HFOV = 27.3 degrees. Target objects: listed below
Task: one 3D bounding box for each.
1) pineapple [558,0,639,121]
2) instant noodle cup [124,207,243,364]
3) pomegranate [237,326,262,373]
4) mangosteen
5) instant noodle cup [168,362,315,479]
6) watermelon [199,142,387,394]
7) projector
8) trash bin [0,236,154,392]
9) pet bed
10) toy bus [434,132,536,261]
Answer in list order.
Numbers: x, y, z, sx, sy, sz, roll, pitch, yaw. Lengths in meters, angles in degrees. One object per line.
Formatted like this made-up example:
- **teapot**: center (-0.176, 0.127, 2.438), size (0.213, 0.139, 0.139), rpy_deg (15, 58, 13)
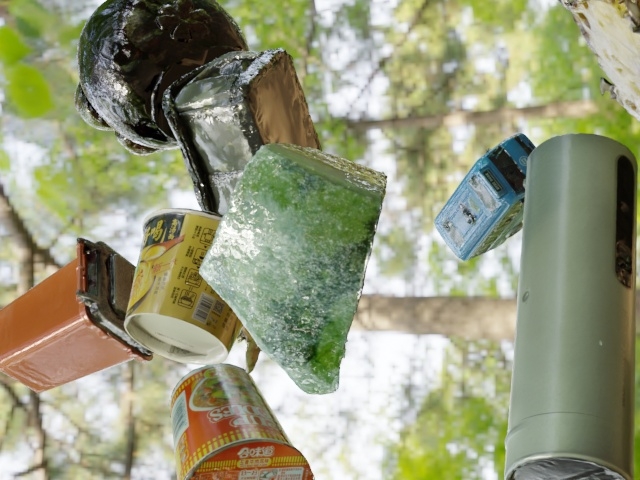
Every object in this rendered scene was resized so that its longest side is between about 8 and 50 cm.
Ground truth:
- **pineapple**: center (0.422, -0.214, 1.231), size (0.300, 0.352, 0.352), rpy_deg (-45, -36, 6)
- **instant noodle cup**: center (-0.135, 0.052, 1.381), size (0.151, 0.151, 0.122), rpy_deg (53, -134, -45)
- **pomegranate**: center (-0.034, 0.078, 1.640), size (0.156, 0.156, 0.220), rpy_deg (-58, -1, -44)
- **mangosteen**: center (-0.238, -0.243, 2.004), size (0.287, 0.233, 0.287), rpy_deg (-28, -46, -33)
- **instant noodle cup**: center (-0.123, 0.280, 1.788), size (0.193, 0.193, 0.212), rpy_deg (64, 178, -35)
- **watermelon**: center (0.000, 0.000, 1.151), size (0.257, 0.140, 0.193), rpy_deg (-51, -17, -69)
- **projector**: center (0.223, 0.064, 1.153), size (0.108, 0.108, 0.337), rpy_deg (53, -143, -45)
- **trash bin**: center (-0.381, 0.120, 1.992), size (0.184, 0.238, 0.161), rpy_deg (45, -153, -45)
- **pet bed**: center (-0.105, -0.119, 1.639), size (0.183, 0.159, 0.211), rpy_deg (-59, -46, -54)
- **toy bus**: center (0.299, -0.071, 2.277), size (0.134, 0.246, 0.113), rpy_deg (-27, -106, -28)
